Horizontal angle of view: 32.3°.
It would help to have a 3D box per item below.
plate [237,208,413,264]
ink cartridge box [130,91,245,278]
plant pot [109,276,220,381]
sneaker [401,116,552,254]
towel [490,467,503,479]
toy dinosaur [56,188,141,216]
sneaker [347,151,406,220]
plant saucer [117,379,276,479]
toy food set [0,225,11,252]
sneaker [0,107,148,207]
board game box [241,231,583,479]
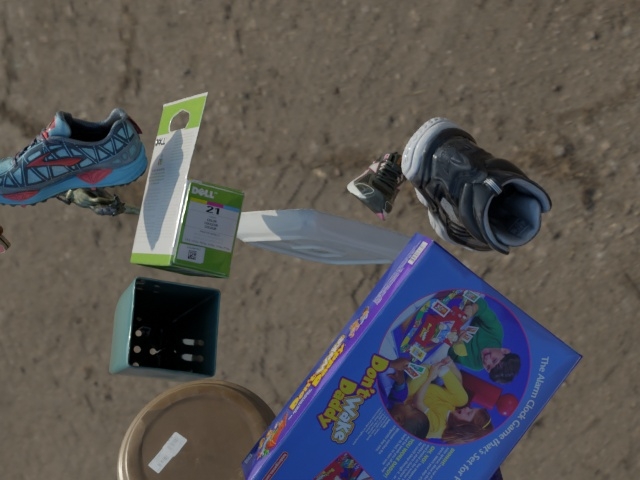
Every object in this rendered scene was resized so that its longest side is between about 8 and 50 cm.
[{"bbox_3d":[0.000,0.000,1.845,0.277,0.278,0.045,-1,77,51],"label":"plate"},{"bbox_3d":[-0.189,-0.079,1.653,0.189,0.097,0.255,1,78,62],"label":"ink cartridge box"},{"bbox_3d":[-0.313,0.184,2.085,0.234,0.165,0.166,-29,54,59],"label":"plant pot"},{"bbox_3d":[0.200,-0.030,1.297,0.101,0.268,0.153,-48,53,-2],"label":"sneaker"},{"bbox_3d":[0.167,0.314,1.789,0.227,0.076,0.308,-16,87,20],"label":"towel"},{"bbox_3d":[-0.382,-0.069,1.928,0.268,0.064,0.118,19,166,-1],"label":"toy dinosaur"},{"bbox_3d":[0.089,-0.089,1.558,0.072,0.178,0.077,37,106,-8],"label":"sneaker"},{"bbox_3d":[-0.192,0.346,1.760,0.278,0.278,0.041,37,161,24],"label":"plant saucer"},{"bbox_3d":[-0.412,-0.024,1.318,0.078,0.019,0.122,0,131,37],"label":"toy food set"},{"bbox_3d":[-0.393,-0.137,1.626,0.104,0.262,0.125,-119,20,-49],"label":"sneaker"},{"bbox_3d":[0.105,0.199,1.292,0.233,0.078,0.347,37,90,-12],"label":"board game box"}]
